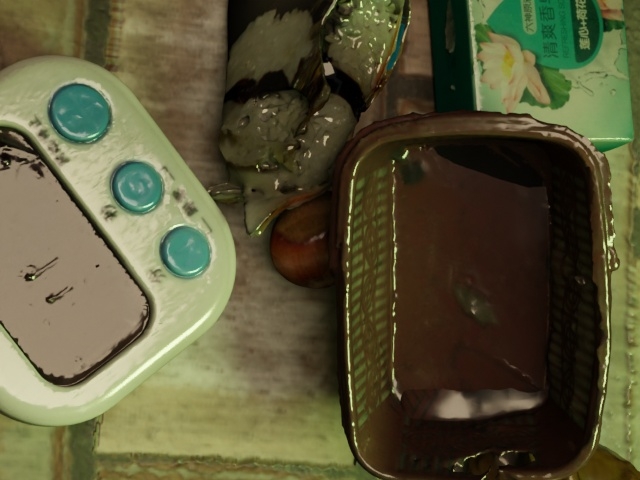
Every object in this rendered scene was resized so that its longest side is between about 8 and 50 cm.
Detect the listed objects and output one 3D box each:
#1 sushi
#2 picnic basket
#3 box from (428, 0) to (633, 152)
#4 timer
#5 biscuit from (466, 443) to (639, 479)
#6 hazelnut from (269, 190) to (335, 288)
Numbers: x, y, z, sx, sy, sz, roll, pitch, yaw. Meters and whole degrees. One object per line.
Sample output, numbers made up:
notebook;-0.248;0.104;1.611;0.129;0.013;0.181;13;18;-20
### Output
sushi;-0.004;-0.118;1.245;0.109;0.134;0.273;25;64;-46
picnic basket;0.123;0.038;1.205;0.222;0.129;0.297;0;101;7
box;0.179;-0.197;1.318;0.153;0.092;0.245;-3;85;-18
timer;-0.210;-0.001;1.176;0.237;0.087;0.262;-38;96;-18
biscuit;0.205;0.355;1.257;0.268;0.115;0.366;26;78;-14
hazelnut;0.000;0.000;1.252;0.086;0.086;0.086;2;84;-17
